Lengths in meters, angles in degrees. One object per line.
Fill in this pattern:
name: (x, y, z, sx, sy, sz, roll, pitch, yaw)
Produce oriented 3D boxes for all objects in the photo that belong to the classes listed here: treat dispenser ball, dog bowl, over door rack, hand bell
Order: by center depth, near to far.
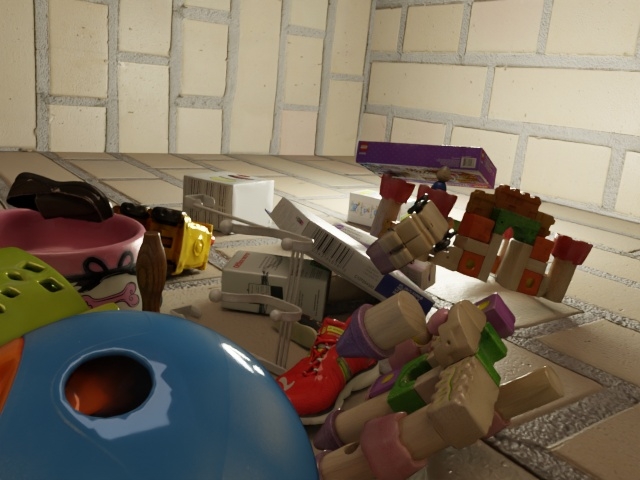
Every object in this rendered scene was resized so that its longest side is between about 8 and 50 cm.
treat dispenser ball: (-0.140, 0.193, 0.414, 0.288, 0.288, 0.288, 5, 15, -1)
hand bell: (-0.229, 0.105, 0.808, 0.126, 0.242, 0.126, 5, 14, -1)
over door rack: (-0.158, 0.073, 0.976, 0.108, 0.240, 0.324, 0, 15, -43)
dog bowl: (-0.504, 0.045, 1.121, 0.407, 0.150, 0.408, 6, 14, -1)

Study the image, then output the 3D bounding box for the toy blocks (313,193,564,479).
toy blocks: (0.082, 0.169, 0.690, 0.260, 0.309, 0.288, -34, 3, 30)

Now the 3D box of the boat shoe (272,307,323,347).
boat shoe: (-0.038, 0.155, 1.080, 0.042, 0.049, 0.133, -1, 17, -44)

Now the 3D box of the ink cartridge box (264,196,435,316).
ink cartridge box: (0.051, 0.024, 1.296, 0.324, 0.071, 0.330, 32, 6, -21)

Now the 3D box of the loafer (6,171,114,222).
loafer: (-0.497, -0.066, 1.137, 0.220, 0.080, 0.078, 11, 48, 15)

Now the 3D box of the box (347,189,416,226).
box: (0.209, -0.102, 2.047, 0.203, 0.103, 0.114, 16, 18, 35)

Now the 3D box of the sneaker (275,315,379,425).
sneaker: (0.004, 0.175, 0.876, 0.107, 0.118, 0.279, 12, 16, 26)

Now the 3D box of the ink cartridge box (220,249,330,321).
ink cartridge box: (-0.087, 0.089, 1.229, 0.208, 0.087, 0.153, 8, 14, 4)

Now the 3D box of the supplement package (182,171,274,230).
supplement package: (-0.283, -0.122, 1.843, 0.203, 0.149, 0.194, 14, 17, 32)

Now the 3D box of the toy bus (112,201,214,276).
toy bus: (-0.357, -0.002, 1.402, 0.220, 0.150, 0.211, 9, 2, 24)

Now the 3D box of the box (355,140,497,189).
box: (0.255, -0.180, 1.429, 0.293, 0.057, 0.201, 8, -4, 26)

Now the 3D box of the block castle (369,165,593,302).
block castle: (0.372, -0.031, 1.411, 0.453, 0.213, 0.303, 17, 7, -18)

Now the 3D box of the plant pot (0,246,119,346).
plant pot: (-0.344, 0.156, 0.627, 0.207, 0.228, 0.227, 17, 17, 18)

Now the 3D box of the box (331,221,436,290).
box: (0.143, 0.036, 1.503, 0.063, 0.067, 0.324, -26, 35, -38)
